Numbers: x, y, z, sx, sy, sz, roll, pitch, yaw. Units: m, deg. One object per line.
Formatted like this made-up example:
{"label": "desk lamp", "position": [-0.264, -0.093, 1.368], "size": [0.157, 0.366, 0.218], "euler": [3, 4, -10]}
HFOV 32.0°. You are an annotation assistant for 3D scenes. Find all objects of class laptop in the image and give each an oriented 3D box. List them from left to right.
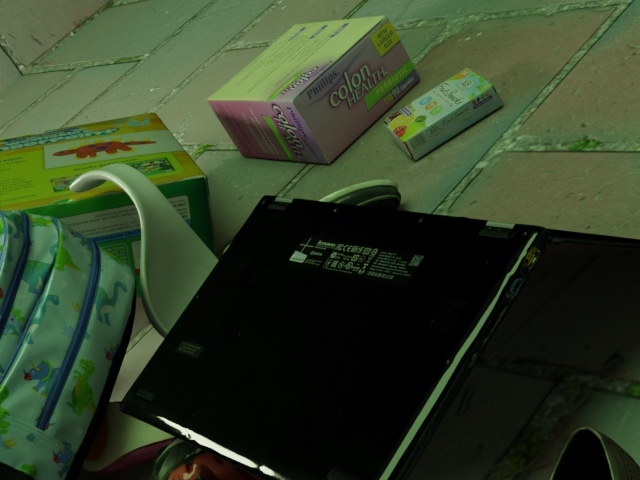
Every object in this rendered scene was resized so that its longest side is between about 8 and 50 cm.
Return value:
{"label": "laptop", "position": [0.093, 0.084, 1.030], "size": [0.382, 0.236, 0.408], "euler": [9, 59, 53]}

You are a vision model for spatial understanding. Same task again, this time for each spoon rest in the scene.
{"label": "spoon rest", "position": [-0.192, 0.016, 1.338], "size": [0.137, 0.276, 0.084], "euler": [-28, -12, -48]}

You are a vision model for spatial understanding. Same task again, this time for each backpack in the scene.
{"label": "backpack", "position": [-0.338, 0.141, 1.216], "size": [0.290, 0.273, 0.355], "euler": [-30, 22, 53]}

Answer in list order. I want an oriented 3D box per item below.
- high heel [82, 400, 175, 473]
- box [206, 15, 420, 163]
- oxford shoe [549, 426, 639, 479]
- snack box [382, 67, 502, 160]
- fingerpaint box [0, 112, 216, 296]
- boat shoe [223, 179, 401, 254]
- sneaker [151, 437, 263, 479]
{"label": "high heel", "position": [-0.166, 0.209, 1.219], "size": [0.244, 0.117, 0.082], "euler": [-38, 44, 40]}
{"label": "box", "position": [-0.013, -0.231, 1.713], "size": [0.213, 0.117, 0.243], "euler": [-44, 28, -23]}
{"label": "oxford shoe", "position": [0.156, 0.247, 0.732], "size": [0.097, 0.098, 0.271], "euler": [-11, 38, 34]}
{"label": "snack box", "position": [0.163, -0.172, 1.512], "size": [0.141, 0.037, 0.100], "euler": [-32, 27, 0]}
{"label": "fingerpaint box", "position": [-0.404, -0.030, 1.568], "size": [0.445, 0.163, 0.371], "euler": [-12, 23, -16]}
{"label": "boat shoe", "position": [0.000, 0.000, 1.377], "size": [0.233, 0.084, 0.079], "euler": [-27, 64, -4]}
{"label": "sneaker", "position": [-0.051, 0.185, 1.065], "size": [0.276, 0.097, 0.135], "euler": [-32, 29, 4]}
